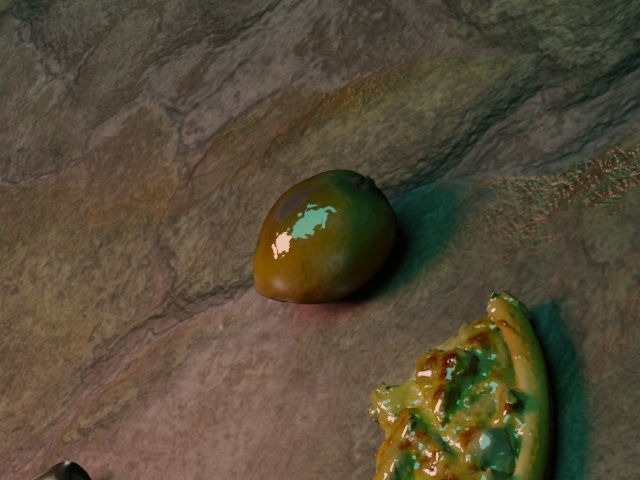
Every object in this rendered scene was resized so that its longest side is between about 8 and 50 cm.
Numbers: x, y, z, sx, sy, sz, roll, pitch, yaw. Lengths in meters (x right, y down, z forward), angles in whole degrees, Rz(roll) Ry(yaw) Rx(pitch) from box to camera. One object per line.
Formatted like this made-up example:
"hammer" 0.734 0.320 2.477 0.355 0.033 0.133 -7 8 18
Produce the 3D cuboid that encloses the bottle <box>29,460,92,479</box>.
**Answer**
"bottle" -0.389 0.357 2.160 0.253 0.079 0.096 -32 2 17

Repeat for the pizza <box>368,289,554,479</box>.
"pizza" 0.134 0.198 1.809 0.223 0.089 0.323 -18 45 27

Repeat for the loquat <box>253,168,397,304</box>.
"loquat" 0.000 0.000 2.067 0.195 0.152 0.152 -46 37 13
